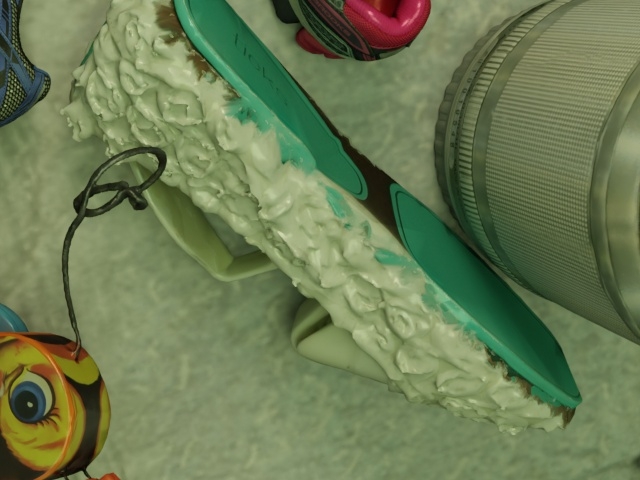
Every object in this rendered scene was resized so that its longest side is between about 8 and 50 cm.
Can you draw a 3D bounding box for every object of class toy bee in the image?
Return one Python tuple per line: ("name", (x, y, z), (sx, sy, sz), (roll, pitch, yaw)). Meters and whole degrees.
("toy bee", (-0.192, 0.099, 0.634), (0.298, 0.195, 0.162), (-37, 76, 30))

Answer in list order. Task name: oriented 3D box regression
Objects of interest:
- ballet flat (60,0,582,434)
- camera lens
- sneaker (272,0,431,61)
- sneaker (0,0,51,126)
("ballet flat", (0.000, 0.000, 0.749), (0.147, 0.147, 0.409), (-47, 109, -4))
("camera lens", (0.216, -0.047, 0.716), (0.219, 0.274, 0.219), (-4, 103, -19))
("sneaker", (0.011, -0.257, 0.686), (0.121, 0.112, 0.299), (-20, 107, -14))
("sneaker", (-0.216, -0.165, 0.655), (0.087, 0.083, 0.221), (-19, 109, -35))
